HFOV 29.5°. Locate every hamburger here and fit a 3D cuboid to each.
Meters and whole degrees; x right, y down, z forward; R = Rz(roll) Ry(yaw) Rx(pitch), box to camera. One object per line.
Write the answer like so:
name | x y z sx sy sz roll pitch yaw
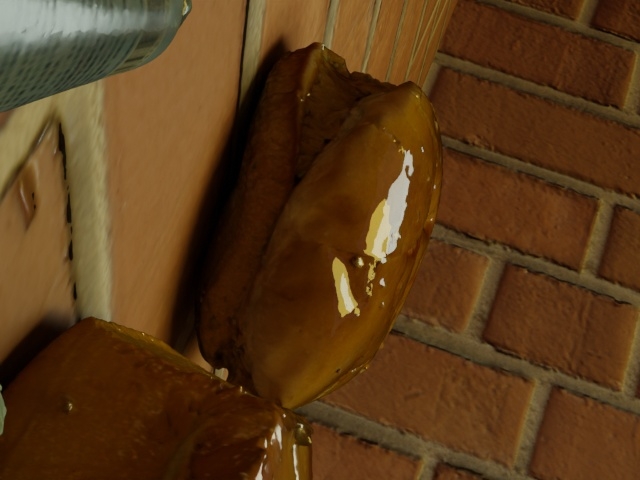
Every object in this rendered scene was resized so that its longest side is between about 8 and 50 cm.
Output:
hamburger | 0.000 0.000 1.039 0.290 0.170 0.314 -16 127 -75

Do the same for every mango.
mango | -0.094 0.141 0.645 0.199 0.201 0.350 -35 -174 4

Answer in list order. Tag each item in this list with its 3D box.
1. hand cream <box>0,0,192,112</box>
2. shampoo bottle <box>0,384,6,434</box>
hand cream | -0.102 -0.072 0.391 0.088 0.055 0.256 -64 175 20
shampoo bottle | -0.172 0.124 0.392 0.212 0.049 0.072 -63 167 -47
